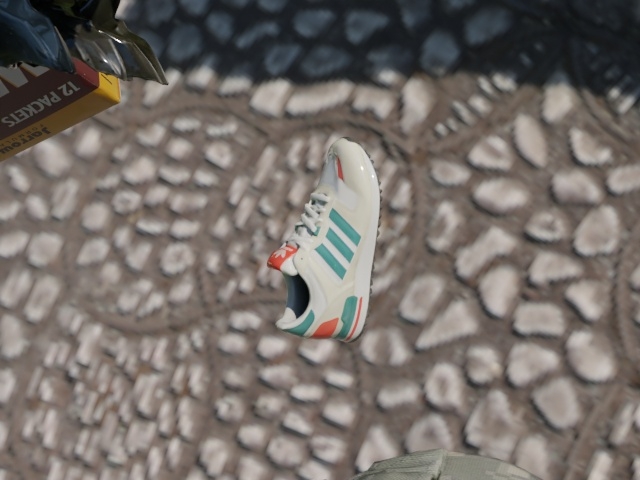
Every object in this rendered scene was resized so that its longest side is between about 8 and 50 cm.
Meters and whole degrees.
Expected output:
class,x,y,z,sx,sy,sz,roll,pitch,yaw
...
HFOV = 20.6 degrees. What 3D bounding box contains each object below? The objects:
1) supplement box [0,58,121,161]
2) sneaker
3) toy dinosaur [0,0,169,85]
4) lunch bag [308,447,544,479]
class,x,y,z,sx,sy,sz,roll,pitch,yaw
supplement box,-0.228,-0.169,0.991,0.129,0.194,0.191,-24,58,23
sneaker,0.000,0.000,1.357,0.057,0.075,0.161,19,106,62
toy dinosaur,-0.108,-0.169,0.613,0.322,0.164,0.218,8,96,30
lunch bag,0.036,0.185,0.450,0.212,0.305,0.256,-12,84,7
